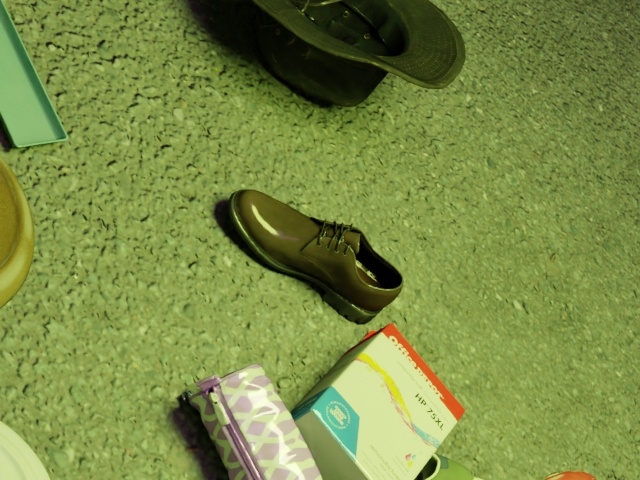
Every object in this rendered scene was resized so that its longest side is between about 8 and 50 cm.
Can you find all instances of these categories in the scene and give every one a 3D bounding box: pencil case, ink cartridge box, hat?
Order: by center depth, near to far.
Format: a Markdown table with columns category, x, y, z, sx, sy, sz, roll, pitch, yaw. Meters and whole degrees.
| category | x | y | z | sx | sy | sz | roll | pitch | yaw |
| --- | --- | --- | --- | --- | --- | --- | --- | --- | --- |
| pencil case | -0.054 | 0.218 | 1.285 | 0.206 | 0.086 | 0.088 | 60 | 8 | 12 |
| ink cartridge box | 0.065 | 0.185 | 1.422 | 0.134 | 0.078 | 0.231 | 50 | 41 | -2 |
| hat | 0.009 | -0.257 | 1.644 | 0.331 | 0.134 | 0.331 | 22 | 33 | -15 |

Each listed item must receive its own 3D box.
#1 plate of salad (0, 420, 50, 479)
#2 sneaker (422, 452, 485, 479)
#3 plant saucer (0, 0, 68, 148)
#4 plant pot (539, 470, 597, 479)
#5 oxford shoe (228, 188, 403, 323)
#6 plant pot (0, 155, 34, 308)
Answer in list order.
| category | x | y | z | sx | sy | sz | roll | pitch | yaw |
| --- | --- | --- | --- | --- | --- | --- | --- | --- | --- |
| plate of salad | -0.313 | 0.220 | 1.087 | 0.200 | 0.048 | 0.199 | 25 | 37 | -21 |
| sneaker | 0.104 | 0.301 | 1.395 | 0.086 | 0.064 | 0.192 | 37 | 45 | 3 |
| plant saucer | -0.333 | -0.179 | 1.374 | 0.067 | 0.018 | 0.192 | -14 | 73 | -46 |
| plant pot | 0.251 | 0.355 | 1.392 | 0.191 | 0.191 | 0.174 | -6 | 57 | -44 |
| oxford shoe | 0.000 | 0.000 | 1.484 | 0.227 | 0.096 | 0.082 | 31 | 47 | -19 |
| plant pot | -0.371 | -0.032 | 1.225 | 0.236 | 0.032 | 0.236 | 23 | 48 | -28 |
